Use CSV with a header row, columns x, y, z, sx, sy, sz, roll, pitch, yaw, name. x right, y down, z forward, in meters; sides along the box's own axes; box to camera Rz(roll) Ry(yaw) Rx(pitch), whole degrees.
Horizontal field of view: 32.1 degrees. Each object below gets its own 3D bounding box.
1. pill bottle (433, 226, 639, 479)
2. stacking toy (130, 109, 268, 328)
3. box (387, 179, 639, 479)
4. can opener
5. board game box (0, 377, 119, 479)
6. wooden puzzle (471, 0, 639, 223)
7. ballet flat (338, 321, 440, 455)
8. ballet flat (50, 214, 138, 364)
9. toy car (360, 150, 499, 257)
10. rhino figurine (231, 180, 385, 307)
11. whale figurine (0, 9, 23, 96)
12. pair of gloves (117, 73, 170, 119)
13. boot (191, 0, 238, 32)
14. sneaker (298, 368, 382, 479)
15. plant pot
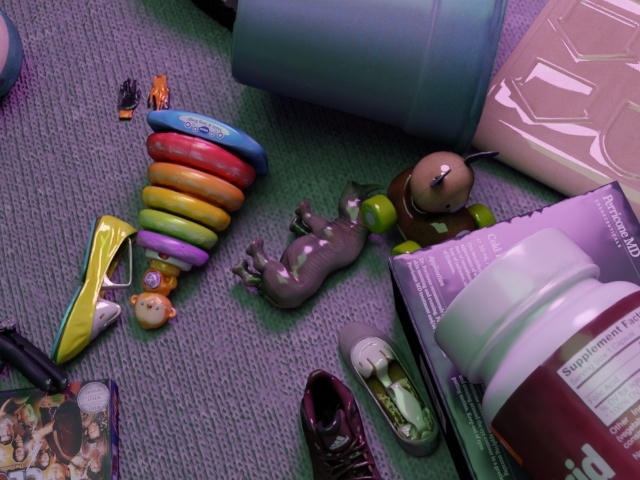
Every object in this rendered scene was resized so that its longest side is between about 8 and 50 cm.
x,y,z,sx,sy,sz,roll,pitch,yaw,name
0.313,0.187,1.159,0.224,0.224,0.392,-36,67,-11,pill bottle
-0.199,-0.020,1.565,0.175,0.166,0.302,18,83,4,stacking toy
0.289,0.150,1.399,0.312,0.179,0.343,-19,65,-1,box
-0.407,0.160,1.523,0.186,0.059,0.073,23,111,35,can opener
-0.392,0.280,1.486,0.243,0.042,0.165,-7,65,3,board game box
0.428,-0.208,1.613,0.322,0.080,0.348,30,76,19,wooden puzzle
0.092,0.184,1.465,0.072,0.068,0.213,-29,65,-8,ballet flat
-0.310,0.071,1.563,0.077,0.077,0.231,15,65,-5,ballet flat
0.168,-0.058,1.476,0.155,0.188,0.149,-27,77,-26,toy car
0.000,0.000,1.559,0.243,0.073,0.106,-39,76,-15,rhino figurine
-0.572,-0.249,1.724,0.272,0.141,0.216,-48,67,11,whale figurine
-0.274,-0.221,1.726,0.083,0.010,0.074,-5,66,7,pair of gloves
-0.083,-0.455,1.745,0.348,0.131,0.260,38,81,10,boot
0.027,0.287,1.371,0.106,0.162,0.281,-20,65,-3,sneaker
0.062,-0.312,1.519,0.334,0.341,0.341,10,66,0,plant pot
